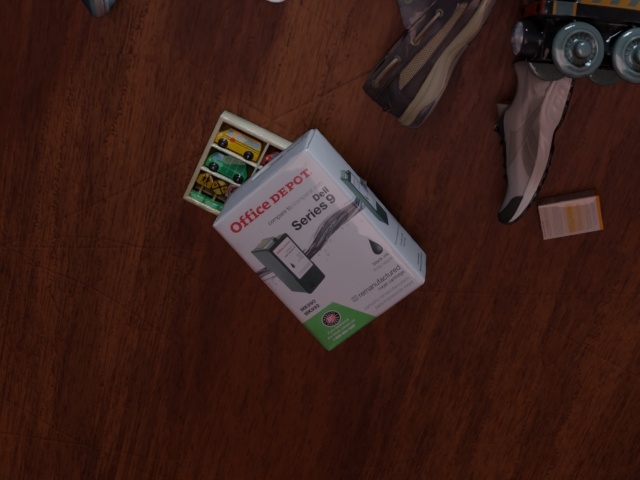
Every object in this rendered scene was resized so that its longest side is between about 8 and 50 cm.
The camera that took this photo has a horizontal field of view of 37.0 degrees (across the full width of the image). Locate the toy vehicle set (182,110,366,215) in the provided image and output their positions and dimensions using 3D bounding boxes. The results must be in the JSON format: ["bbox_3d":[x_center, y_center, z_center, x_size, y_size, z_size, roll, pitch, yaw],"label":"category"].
[{"bbox_3d":[-0.077,-0.085,1.605,0.266,0.035,0.166,26,114,-4],"label":"toy vehicle set"}]

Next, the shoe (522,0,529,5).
[{"bbox_3d":[0.371,-0.418,1.390,0.076,0.058,0.219,27,114,-5],"label":"shoe"}]

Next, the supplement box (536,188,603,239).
[{"bbox_3d":[0.406,-0.043,1.560,0.098,0.036,0.062,-10,112,11],"label":"supplement box"}]

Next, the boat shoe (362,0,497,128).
[{"bbox_3d":[0.172,-0.336,1.414,0.130,0.132,0.355,26,113,-4],"label":"boat shoe"}]

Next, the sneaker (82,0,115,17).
[{"bbox_3d":[-0.287,-0.478,1.405,0.208,0.319,0.127,-29,66,-18],"label":"sneaker"}]

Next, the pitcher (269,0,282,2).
[{"bbox_3d":[-0.115,-0.472,1.407,0.177,0.125,0.207,13,127,18],"label":"pitcher"}]

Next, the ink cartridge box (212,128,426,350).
[{"bbox_3d":[0.000,0.000,1.544,0.211,0.121,0.289,-38,103,20],"label":"ink cartridge box"}]

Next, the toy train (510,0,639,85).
[{"bbox_3d":[0.434,-0.315,1.353,0.333,0.142,0.190,3,96,-9],"label":"toy train"}]

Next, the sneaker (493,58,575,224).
[{"bbox_3d":[0.317,-0.156,1.500,0.107,0.100,0.272,15,108,11],"label":"sneaker"}]
